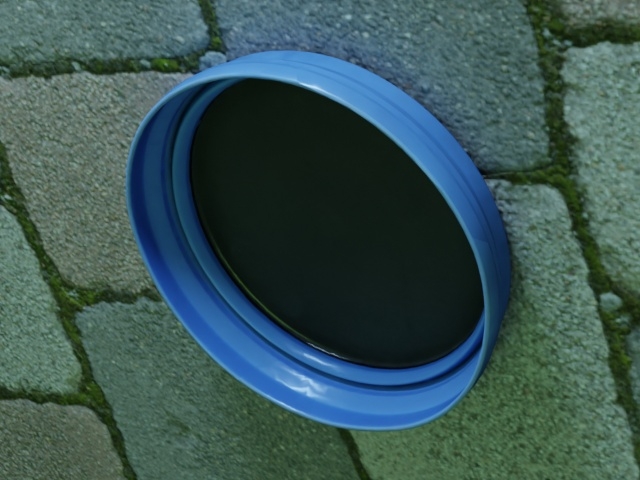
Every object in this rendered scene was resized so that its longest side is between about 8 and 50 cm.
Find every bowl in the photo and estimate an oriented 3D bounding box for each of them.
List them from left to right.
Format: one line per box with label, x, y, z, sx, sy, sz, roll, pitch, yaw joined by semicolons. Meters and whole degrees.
bowl;0.000;0.000;1.754;0.391;0.077;0.391;20;132;24
